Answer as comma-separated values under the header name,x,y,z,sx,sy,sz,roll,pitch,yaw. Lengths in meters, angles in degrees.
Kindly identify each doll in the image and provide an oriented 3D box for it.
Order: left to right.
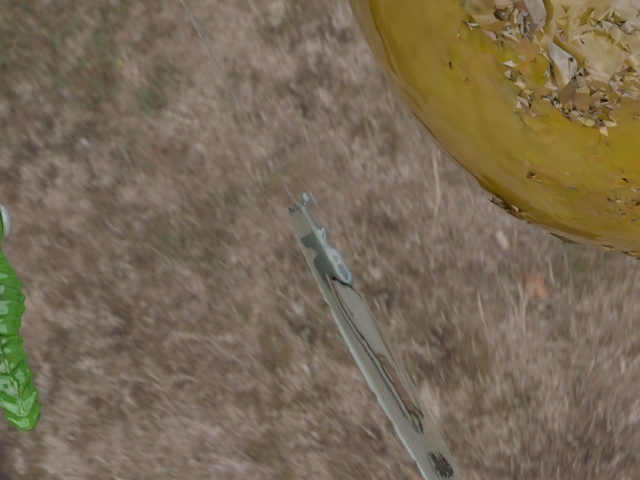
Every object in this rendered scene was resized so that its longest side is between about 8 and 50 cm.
name,x,y,z,sx,sy,sz,roll,pitch,yaw
doll,-0.200,0.029,1.036,0.050,0.115,0.190,-16,52,-9

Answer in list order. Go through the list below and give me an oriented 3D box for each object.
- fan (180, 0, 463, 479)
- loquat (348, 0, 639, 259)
name,x,y,z,sx,sy,sz,roll,pitch,yaw
fan,0.001,0.000,0.776,0.009,0.191,0.329,-30,79,5
loquat,0.111,-0.105,0.446,0.235,0.235,0.235,-2,77,7
